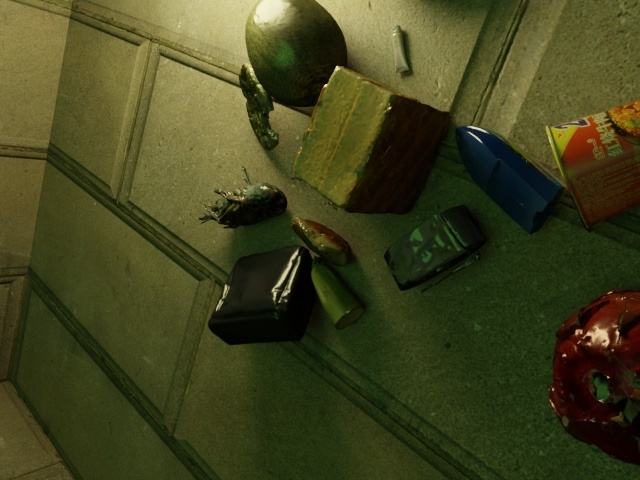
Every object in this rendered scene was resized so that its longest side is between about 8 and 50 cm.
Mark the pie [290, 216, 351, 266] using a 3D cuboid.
[{"bbox_3d":[0.000,0.000,1.369,0.193,0.163,0.079,37,94,25],"label":"pie"}]

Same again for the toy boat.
[{"bbox_3d":[0.381,-0.153,1.095,0.295,0.088,0.129,54,151,33],"label":"toy boat"}]

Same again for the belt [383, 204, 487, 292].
[{"bbox_3d":[0.257,0.029,1.169,0.230,0.139,0.126,-37,69,32],"label":"belt"}]

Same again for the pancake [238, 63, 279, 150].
[{"bbox_3d":[-0.177,-0.385,1.491,0.253,0.037,0.253,159,90,-75],"label":"pancake"}]

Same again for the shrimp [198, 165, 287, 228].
[{"bbox_3d":[-0.249,-0.124,1.589,0.372,0.137,0.172,0,55,31],"label":"shrimp"}]

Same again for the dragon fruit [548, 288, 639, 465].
[{"bbox_3d":[0.540,0.227,0.875,0.295,0.302,0.295,0,90,60],"label":"dragon fruit"}]

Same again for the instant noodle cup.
[{"bbox_3d":[0.524,-0.142,0.921,0.174,0.213,0.213,-21,79,29],"label":"instant noodle cup"}]

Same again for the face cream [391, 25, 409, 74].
[{"bbox_3d":[0.193,-0.468,1.275,0.038,0.020,0.115,-9,89,38],"label":"face cream"}]

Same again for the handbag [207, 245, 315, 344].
[{"bbox_3d":[-0.144,0.165,1.498,0.302,0.275,0.178,-13,128,37],"label":"handbag"}]

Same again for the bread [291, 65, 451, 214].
[{"bbox_3d":[0.119,-0.218,1.183,0.207,0.279,0.279,35,116,33],"label":"bread"}]

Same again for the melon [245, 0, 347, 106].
[{"bbox_3d":[-0.065,-0.496,1.336,0.248,0.248,0.329,-40,63,33],"label":"melon"}]

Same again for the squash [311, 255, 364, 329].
[{"bbox_3d":[0.031,0.126,1.404,0.094,0.094,0.224,-51,54,29],"label":"squash"}]
